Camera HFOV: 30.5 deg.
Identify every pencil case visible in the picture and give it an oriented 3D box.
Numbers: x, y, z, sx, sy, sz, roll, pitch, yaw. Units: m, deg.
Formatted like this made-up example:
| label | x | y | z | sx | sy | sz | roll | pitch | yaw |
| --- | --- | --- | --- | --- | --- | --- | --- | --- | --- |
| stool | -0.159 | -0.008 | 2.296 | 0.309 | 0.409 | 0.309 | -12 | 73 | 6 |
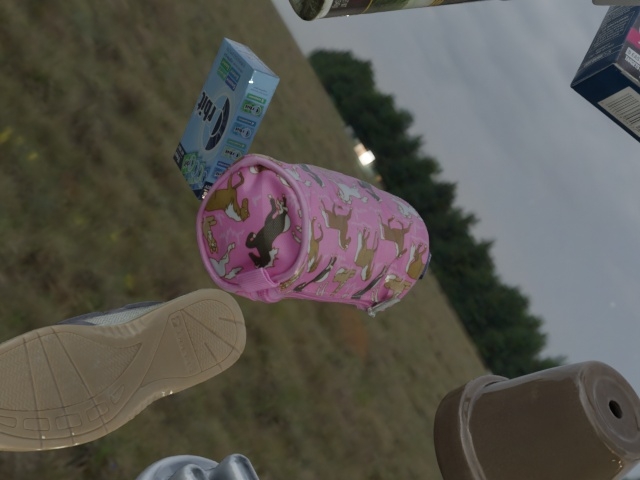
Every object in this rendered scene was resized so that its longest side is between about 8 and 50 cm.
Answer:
| label | x | y | z | sx | sy | sz | roll | pitch | yaw |
| --- | --- | --- | --- | --- | --- | --- | --- | --- | --- |
| pencil case | 0.000 | 0.000 | 1.461 | 0.167 | 0.160 | 0.386 | 45 | 15 | 24 |

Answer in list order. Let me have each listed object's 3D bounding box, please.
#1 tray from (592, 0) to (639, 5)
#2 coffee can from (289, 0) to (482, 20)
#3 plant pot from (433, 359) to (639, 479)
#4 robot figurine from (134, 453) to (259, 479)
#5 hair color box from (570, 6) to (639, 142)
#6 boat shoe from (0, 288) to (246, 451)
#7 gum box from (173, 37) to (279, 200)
| label | x | y | z | sx | sy | sz | roll | pitch | yaw |
| --- | --- | --- | --- | --- | --- | --- | --- | --- | --- |
| tray | 0.412 | -0.339 | 1.337 | 0.030 | 0.145 | 0.270 | 16 | 2 | -30 |
| coffee can | 0.103 | -0.376 | 1.404 | 0.201 | 0.275 | 0.202 | 170 | -90 | -73 |
| plant pot | 0.327 | 0.278 | 1.651 | 0.263 | 0.229 | 0.263 | 28 | 42 | -29 |
| robot figurine | -0.193 | 0.404 | 1.461 | 0.300 | 0.353 | 0.200 | 2 | 51 | -44 |
| hair color box | 0.508 | -0.311 | 1.664 | 0.174 | 0.347 | 0.105 | 36 | -24 | -14 |
| boat shoe | -0.197 | 0.112 | 1.026 | 0.092 | 0.285 | 0.103 | -17 | -87 | 51 |
| gum box | -0.128 | -0.158 | 1.549 | 0.041 | 0.184 | 0.157 | 17 | 17 | -26 |
